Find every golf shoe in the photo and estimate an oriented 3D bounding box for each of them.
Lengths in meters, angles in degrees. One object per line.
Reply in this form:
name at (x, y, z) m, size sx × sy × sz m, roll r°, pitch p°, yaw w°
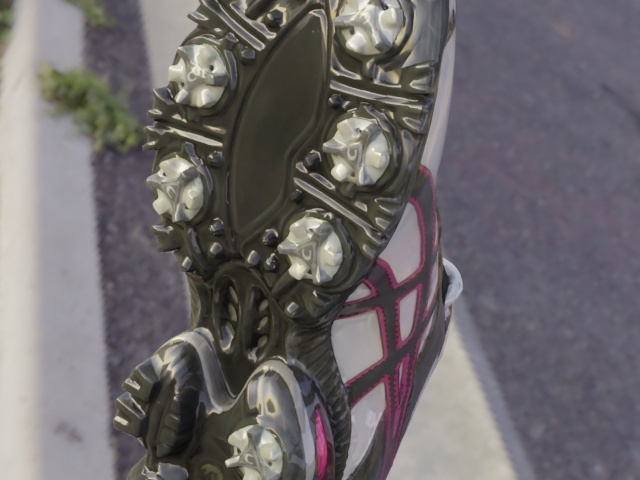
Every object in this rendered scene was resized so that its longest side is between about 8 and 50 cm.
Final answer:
golf shoe at (0.000, 0.000, 0.675) m, size 0.105 × 0.272 × 0.120 m, roll 29°, pitch 28°, yaw 28°
